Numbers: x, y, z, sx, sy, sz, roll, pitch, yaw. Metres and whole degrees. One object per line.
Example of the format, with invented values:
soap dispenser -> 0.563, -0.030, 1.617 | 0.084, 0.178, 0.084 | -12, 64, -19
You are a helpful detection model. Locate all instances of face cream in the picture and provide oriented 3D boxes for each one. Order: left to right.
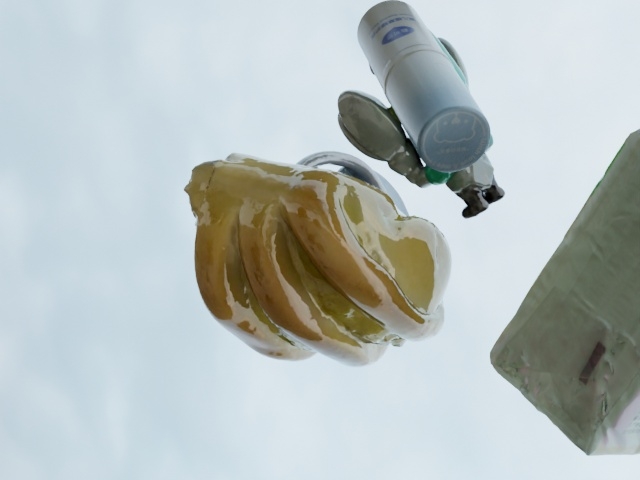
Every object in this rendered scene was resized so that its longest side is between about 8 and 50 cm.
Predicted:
face cream -> 0.103, -0.166, 1.266 | 0.250, 0.077, 0.077 | -112, -152, -52

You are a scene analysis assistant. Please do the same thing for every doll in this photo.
doll -> 0.124, -0.150, 1.554 | 0.153, 0.195, 0.258 | -18, -103, 52

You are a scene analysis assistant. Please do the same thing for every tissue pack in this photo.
tissue pack -> 0.440, 0.067, 1.369 | 0.205, 0.405, 0.331 | 47, -61, 42

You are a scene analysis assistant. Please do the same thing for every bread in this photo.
bread -> 0.008, 0.042, 1.381 | 0.270, 0.316, 0.211 | 13, -98, 30

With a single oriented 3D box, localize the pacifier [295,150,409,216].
pacifier -> 0.000, 0.000, 1.698 | 0.207, 0.279, 0.227 | -22, -88, 47

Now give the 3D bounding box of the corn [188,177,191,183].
corn -> -0.095, -0.077, 1.730 | 0.206, 0.067, 0.067 | -1, -74, 21
